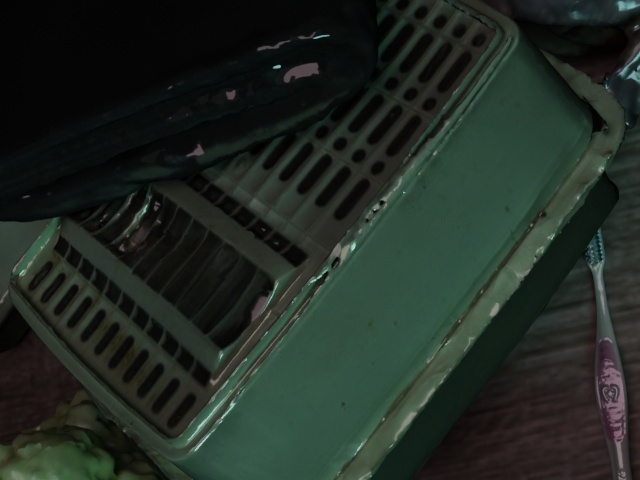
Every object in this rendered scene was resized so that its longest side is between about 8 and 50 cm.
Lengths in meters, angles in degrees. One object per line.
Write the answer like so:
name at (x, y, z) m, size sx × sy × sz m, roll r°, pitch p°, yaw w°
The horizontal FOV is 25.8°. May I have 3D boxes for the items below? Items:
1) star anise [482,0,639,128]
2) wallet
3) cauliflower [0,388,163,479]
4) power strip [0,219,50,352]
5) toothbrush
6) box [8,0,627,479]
star anise at (0.207, -0.107, 0.719) m, size 0.198 × 0.110 × 0.257 m, roll -44°, pitch 67°, yaw 13°
wallet at (-0.075, -0.208, 0.752) m, size 0.228 × 0.062 × 0.406 m, roll -19°, pitch 50°, yaw 26°
cauliflower at (-0.164, 0.202, 0.782) m, size 0.281 × 0.327 × 0.260 m, roll 2°, pitch 68°, yaw 64°
power strip at (-0.160, -0.037, 0.881) m, size 0.193 × 0.059 × 0.265 m, roll 40°, pitch 100°, yaw 18°
toothbrush at (0.162, 0.089, 0.773) m, size 0.017 × 0.022 × 0.204 m, roll -8°, pitch 87°, yaw 23°
box at (0.000, 0.000, 0.714) m, size 0.290 × 0.166 × 0.220 m, roll -51°, pitch 46°, yaw -3°
